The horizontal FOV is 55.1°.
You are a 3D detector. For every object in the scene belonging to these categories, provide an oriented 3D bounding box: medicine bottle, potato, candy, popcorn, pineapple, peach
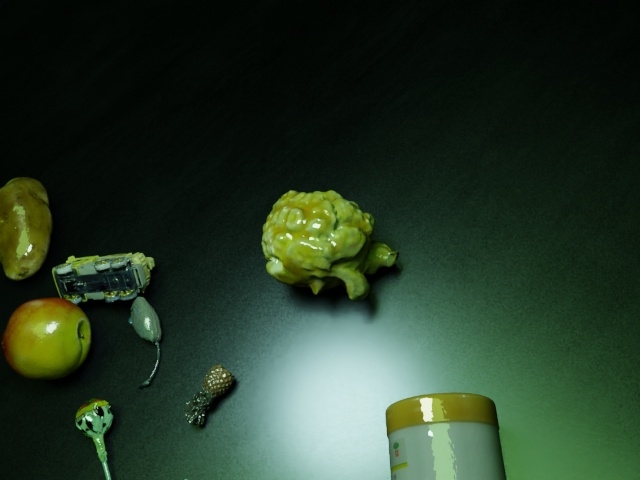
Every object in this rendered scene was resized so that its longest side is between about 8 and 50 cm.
[{"bbox_3d":[0.261,0.459,1.282,0.238,0.238,0.231,-7,61,11],"label":"medicine bottle"},{"bbox_3d":[-0.951,-0.045,1.941,0.196,0.176,0.369,-9,59,-22],"label":"potato"},{"bbox_3d":[-0.542,0.546,1.551,0.091,0.083,0.305,-20,65,-17],"label":"candy"},{"bbox_3d":[0.008,-0.001,1.598,0.336,0.279,0.274,-8,39,24],"label":"popcorn"},{"bbox_3d":[-0.286,0.395,1.558,0.074,0.074,0.159,26,71,26],"label":"pineapple"},{"bbox_3d":[-0.743,0.267,1.673,0.231,0.231,0.230,-6,59,11],"label":"peach"}]

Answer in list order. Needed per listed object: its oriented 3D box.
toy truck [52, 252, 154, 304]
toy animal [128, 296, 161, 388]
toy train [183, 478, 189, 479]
[{"bbox_3d":[-0.617,0.097,1.774,0.272,0.124,0.157,-6,17,17],"label":"toy truck"},{"bbox_3d":[-0.474,0.273,1.691,0.079,0.070,0.252,-32,64,37],"label":"toy animal"},{"bbox_3d":[-0.354,0.658,1.407,0.203,0.112,0.163,-42,66,-10],"label":"toy train"}]
